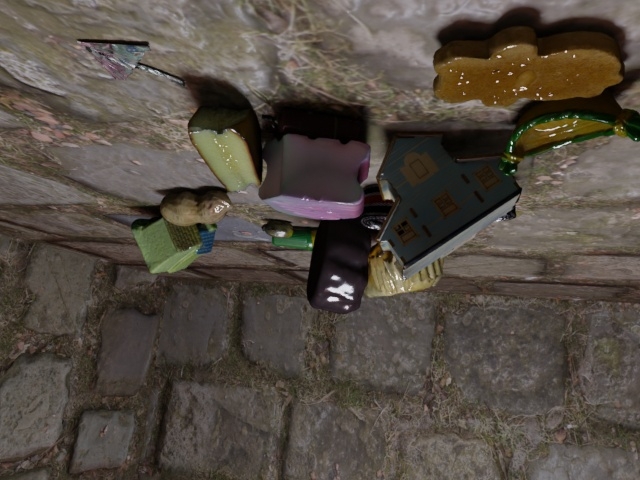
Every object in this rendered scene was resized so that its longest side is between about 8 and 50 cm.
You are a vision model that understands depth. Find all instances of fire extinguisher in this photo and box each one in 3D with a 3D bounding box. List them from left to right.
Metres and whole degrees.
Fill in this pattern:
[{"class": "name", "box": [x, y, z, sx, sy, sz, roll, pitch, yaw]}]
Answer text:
[{"class": "fire extinguisher", "box": [-0.018, -0.188, 0.852, 0.157, 0.045, 0.078, 7, -170, -9]}]

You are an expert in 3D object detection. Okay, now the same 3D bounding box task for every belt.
[{"class": "belt", "box": [0.238, -0.079, 1.115, 0.359, 0.094, 0.126, -2, 170, 41]}]

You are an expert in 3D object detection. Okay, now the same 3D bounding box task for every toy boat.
[{"class": "toy boat", "box": [0.344, -0.151, 0.731, 0.088, 0.088, 0.229, 13, 167, -27]}]

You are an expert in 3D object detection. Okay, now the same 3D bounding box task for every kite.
[{"class": "kite", "box": [-0.267, -0.252, 0.748, 0.156, 0.011, 0.139, 15, 168, -32]}]

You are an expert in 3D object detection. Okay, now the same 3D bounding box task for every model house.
[{"class": "model house", "box": [-0.435, -0.020, 1.631, 0.189, 0.195, 0.214, -25, 172, 20]}, {"class": "model house", "box": [0.191, -0.084, 0.930, 0.271, 0.206, 0.178, -35, 164, 6]}]

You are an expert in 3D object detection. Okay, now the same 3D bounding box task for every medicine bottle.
[{"class": "medicine bottle", "box": [0.000, 0.000, 1.653, 0.308, 0.076, 0.111, 6, 167, 4]}]

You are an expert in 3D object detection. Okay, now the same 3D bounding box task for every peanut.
[{"class": "peanut", "box": [-0.323, -0.086, 1.374, 0.227, 0.086, 0.104, -1, 148, 25]}]

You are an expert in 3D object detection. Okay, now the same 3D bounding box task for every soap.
[{"class": "soap", "box": [-0.011, -0.105, 0.965, 0.192, 0.109, 0.324, 8, 178, 4]}]

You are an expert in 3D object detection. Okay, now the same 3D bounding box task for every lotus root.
[{"class": "lotus root", "box": [-0.132, -0.035, 1.598, 0.099, 0.054, 0.049, 7, 178, -6]}]

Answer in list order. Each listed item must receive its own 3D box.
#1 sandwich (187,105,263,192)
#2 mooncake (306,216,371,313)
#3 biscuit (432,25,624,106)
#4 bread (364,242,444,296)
[{"class": "sandwich", "box": [-0.153, -0.166, 0.895, 0.094, 0.096, 0.258, 0, 167, 1]}, {"class": "mooncake", "box": [0.054, 0.052, 1.382, 0.141, 0.283, 0.283, 8, 168, -8]}, {"class": "biscuit", "box": [0.251, -0.210, 0.632, 0.225, 0.036, 0.166, 0, 168, 13]}, {"class": "bread", "box": [0.226, 0.060, 1.491, 0.235, 0.183, 0.388, -11, 175, -14]}]
